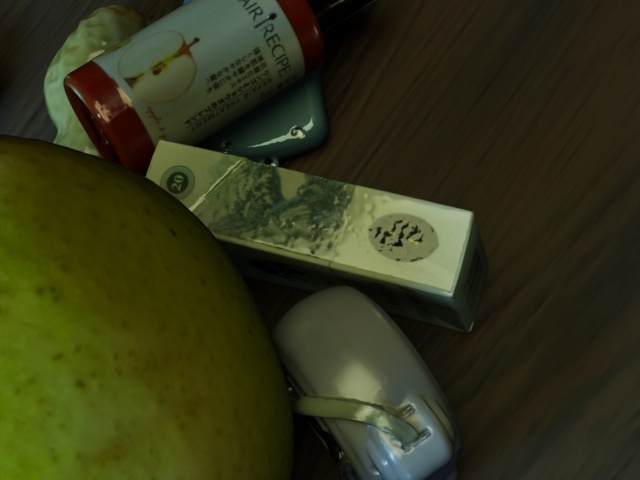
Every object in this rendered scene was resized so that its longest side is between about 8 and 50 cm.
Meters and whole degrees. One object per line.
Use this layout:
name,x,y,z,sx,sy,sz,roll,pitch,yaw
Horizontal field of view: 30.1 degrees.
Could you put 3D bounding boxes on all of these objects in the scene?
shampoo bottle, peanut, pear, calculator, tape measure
shampoo bottle,-0.072,-0.162,0.999,0.278,0.104,0.104,-34,71,-15
peanut,-0.202,-0.102,1.067,0.103,0.098,0.229,-8,68,52
pear,-0.199,0.127,0.811,0.362,0.418,0.362,-16,39,13
calculator,-0.061,-0.158,1.083,0.121,0.039,0.210,-12,74,9
tape measure,0.028,0.128,0.914,0.105,0.196,0.178,-33,64,-8

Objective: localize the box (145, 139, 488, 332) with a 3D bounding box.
box,0.000,-0.001,0.963,0.256,0.164,0.069,14,79,15
